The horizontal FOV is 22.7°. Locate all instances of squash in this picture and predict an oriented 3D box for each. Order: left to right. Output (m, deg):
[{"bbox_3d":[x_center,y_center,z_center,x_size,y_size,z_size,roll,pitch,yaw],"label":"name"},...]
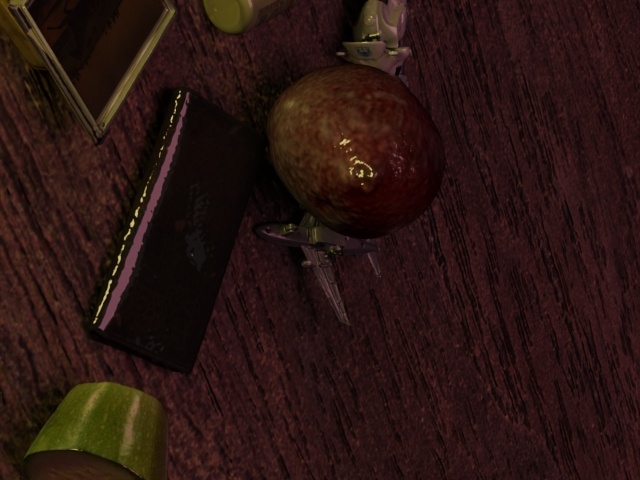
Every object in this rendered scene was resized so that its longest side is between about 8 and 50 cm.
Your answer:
[{"bbox_3d":[-0.244,0.239,1.787,0.170,0.170,0.123,49,41,-42],"label":"squash"}]

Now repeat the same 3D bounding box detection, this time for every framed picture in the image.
[{"bbox_3d":[-0.242,-0.257,1.773,0.197,0.014,0.252,62,35,-35],"label":"framed picture"}]

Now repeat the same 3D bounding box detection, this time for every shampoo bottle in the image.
[{"bbox_3d":[-0.068,-0.315,1.974,0.162,0.079,0.079,-36,121,-42],"label":"shampoo bottle"}]

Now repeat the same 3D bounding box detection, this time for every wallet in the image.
[{"bbox_3d":[-0.170,-0.011,1.923,0.170,0.044,0.321,30,74,-46],"label":"wallet"}]

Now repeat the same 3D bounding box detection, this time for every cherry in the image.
[{"bbox_3d":[0.048,-0.109,2.002,0.203,0.300,0.230,-31,107,-2],"label":"cherry"}]

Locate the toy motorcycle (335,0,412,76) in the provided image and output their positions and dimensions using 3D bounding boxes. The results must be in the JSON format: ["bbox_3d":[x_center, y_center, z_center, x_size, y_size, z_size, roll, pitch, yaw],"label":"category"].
[{"bbox_3d":[0.077,-0.317,2.140,0.150,0.102,0.221,-34,122,-61],"label":"toy motorcycle"}]

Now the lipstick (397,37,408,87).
[{"bbox_3d":[0.108,-0.236,2.240,0.025,0.025,0.107,10,80,-51],"label":"lipstick"}]

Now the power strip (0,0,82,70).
[{"bbox_3d":[-0.339,-0.286,1.682,0.064,0.044,0.305,-57,132,-30],"label":"power strip"}]

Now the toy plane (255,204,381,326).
[{"bbox_3d":[0.004,0.000,2.120,0.226,0.058,0.226,14,68,-50],"label":"toy plane"}]
